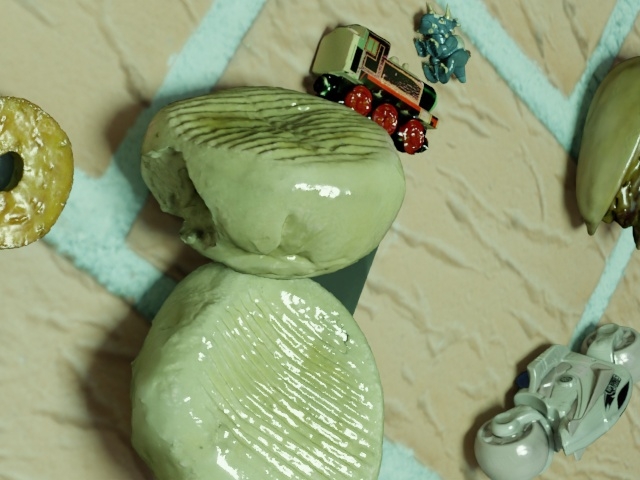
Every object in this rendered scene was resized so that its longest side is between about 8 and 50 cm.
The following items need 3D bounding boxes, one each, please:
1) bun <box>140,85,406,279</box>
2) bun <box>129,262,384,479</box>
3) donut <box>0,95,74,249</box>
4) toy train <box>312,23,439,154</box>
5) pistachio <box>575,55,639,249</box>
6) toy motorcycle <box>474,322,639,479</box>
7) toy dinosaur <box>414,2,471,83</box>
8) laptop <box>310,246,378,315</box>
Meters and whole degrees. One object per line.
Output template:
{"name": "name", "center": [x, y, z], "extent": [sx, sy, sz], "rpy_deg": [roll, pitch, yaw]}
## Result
{"name": "bun", "center": [-0.042, -0.037, 0.971], "extent": [0.193, 0.178, 0.127], "rpy_deg": [-6, 121, -34]}
{"name": "bun", "center": [-0.056, 0.131, 1.010], "extent": [0.231, 0.133, 0.231], "rpy_deg": [16, 62, -33]}
{"name": "donut", "center": [-0.225, -0.045, 0.898], "extent": [0.108, 0.043, 0.097], "rpy_deg": [-54, 126, -22]}
{"name": "toy train", "center": [0.051, -0.127, 1.118], "extent": [0.138, 0.050, 0.087], "rpy_deg": [27, 76, -40]}
{"name": "pistachio", "center": [0.333, -0.095, 1.326], "extent": [0.130, 0.131, 0.206], "rpy_deg": [18, 90, 4]}
{"name": "toy motorcycle", "center": [0.261, 0.167, 1.304], "extent": [0.254, 0.112, 0.112], "rpy_deg": [-32, 116, -34]}
{"name": "toy dinosaur", "center": [0.116, -0.177, 1.176], "extent": [0.047, 0.031, 0.083], "rpy_deg": [-38, 120, -28]}
{"name": "laptop", "center": [0.000, 0.000, 1.116], "extent": [0.129, 0.016, 0.180], "rpy_deg": [28, 79, -40]}
